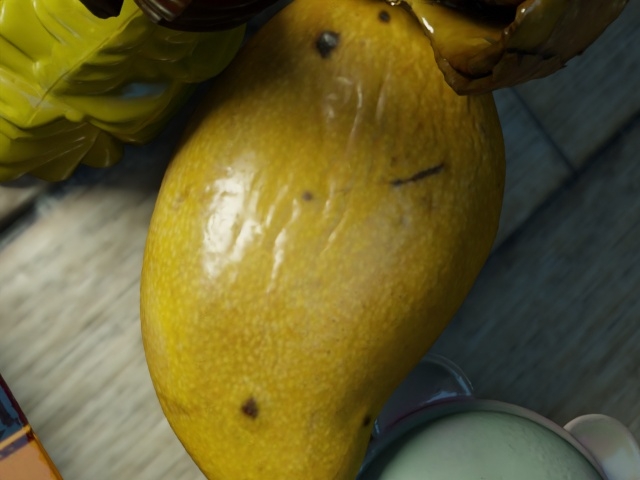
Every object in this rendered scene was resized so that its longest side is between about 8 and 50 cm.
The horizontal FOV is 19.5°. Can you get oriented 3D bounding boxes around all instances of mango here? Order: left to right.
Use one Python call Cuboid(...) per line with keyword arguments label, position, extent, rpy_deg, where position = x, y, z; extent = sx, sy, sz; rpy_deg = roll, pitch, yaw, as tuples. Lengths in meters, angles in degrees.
Cuboid(label="mango", position=(0.002, -0.002, 0.867), extent=(0.157, 0.109, 0.262), rpy_deg=(19, 72, -9))

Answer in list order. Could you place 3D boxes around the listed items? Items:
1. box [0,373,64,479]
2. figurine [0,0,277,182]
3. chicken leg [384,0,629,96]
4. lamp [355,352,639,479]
Cuboid(label="box", position=(-0.214, 0.086, 0.806), extent=(0.152, 0.070, 0.237), rpy_deg=(-33, 103, -21))
Cuboid(label="figurine", position=(-0.064, -0.122, 0.739), extent=(0.187, 0.315, 0.168), rpy_deg=(-37, 102, -19))
Cuboid(label="chicken leg", position=(0.107, -0.163, 0.880), extent=(0.409, 0.182, 0.295), rpy_deg=(31, 40, -35))
Cuboid(label="lamp", position=(0.069, 0.188, 0.903), extent=(0.179, 0.108, 0.246), rpy_deg=(20, 81, -17))
